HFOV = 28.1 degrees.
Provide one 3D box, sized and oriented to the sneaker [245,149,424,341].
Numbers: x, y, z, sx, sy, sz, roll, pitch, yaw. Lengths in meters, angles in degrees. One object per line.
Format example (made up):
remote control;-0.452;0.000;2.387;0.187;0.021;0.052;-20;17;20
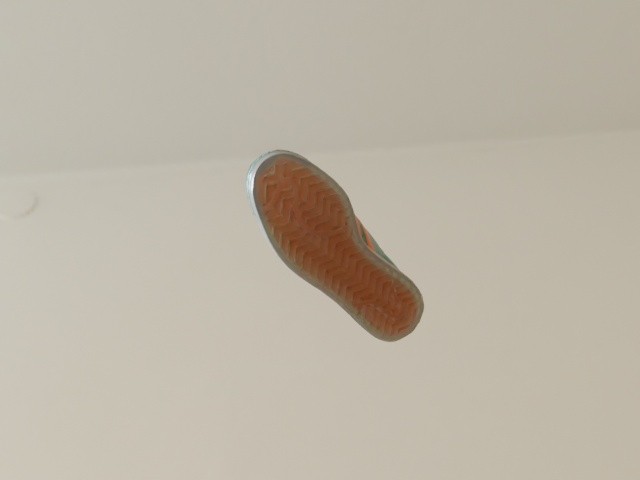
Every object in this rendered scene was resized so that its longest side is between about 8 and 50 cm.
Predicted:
sneaker;0.000;0.000;1.504;0.108;0.121;0.302;-43;-57;-5
